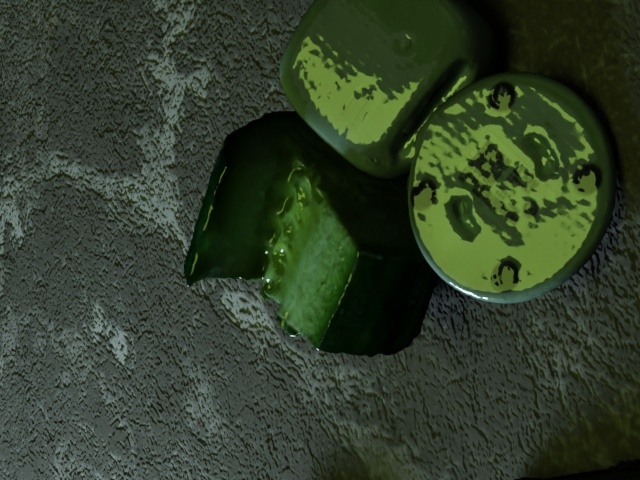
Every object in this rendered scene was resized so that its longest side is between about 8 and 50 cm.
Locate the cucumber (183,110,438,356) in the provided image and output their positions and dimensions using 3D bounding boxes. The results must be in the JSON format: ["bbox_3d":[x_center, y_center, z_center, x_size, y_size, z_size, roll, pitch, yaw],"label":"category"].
[{"bbox_3d":[0.009,-0.001,1.275,0.191,0.191,0.130,52,137,43],"label":"cucumber"}]

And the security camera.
[{"bbox_3d":[0.095,-0.080,1.197,0.301,0.080,0.157,47,108,29],"label":"security camera"}]

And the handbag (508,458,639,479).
[{"bbox_3d":[0.171,0.271,1.091,0.275,0.088,0.244,-22,71,56],"label":"handbag"}]
